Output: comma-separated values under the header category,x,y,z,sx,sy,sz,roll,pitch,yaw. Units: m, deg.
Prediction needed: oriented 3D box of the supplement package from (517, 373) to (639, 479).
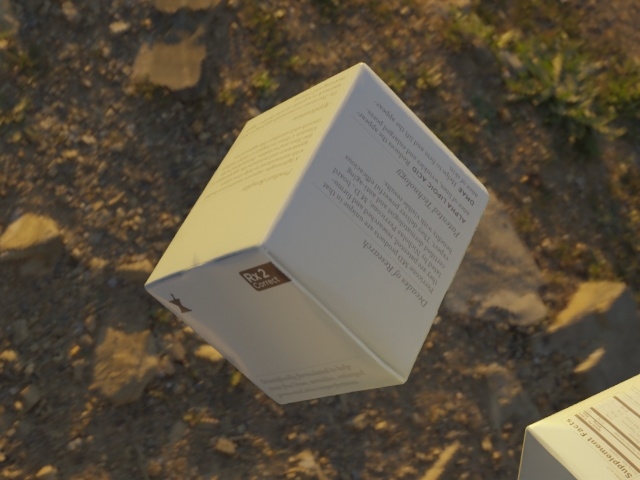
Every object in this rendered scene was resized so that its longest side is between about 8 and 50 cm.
category,x,y,z,sx,sy,sz,roll,pitch,yaw
supplement package,0.334,0.247,1.053,0.262,0.199,0.198,-19,41,-25

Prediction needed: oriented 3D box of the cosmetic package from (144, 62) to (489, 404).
category,x,y,z,sx,sy,sz,roll,pitch,yaw
cosmetic package,0.000,0.000,0.872,0.151,0.151,0.184,43,56,-22
